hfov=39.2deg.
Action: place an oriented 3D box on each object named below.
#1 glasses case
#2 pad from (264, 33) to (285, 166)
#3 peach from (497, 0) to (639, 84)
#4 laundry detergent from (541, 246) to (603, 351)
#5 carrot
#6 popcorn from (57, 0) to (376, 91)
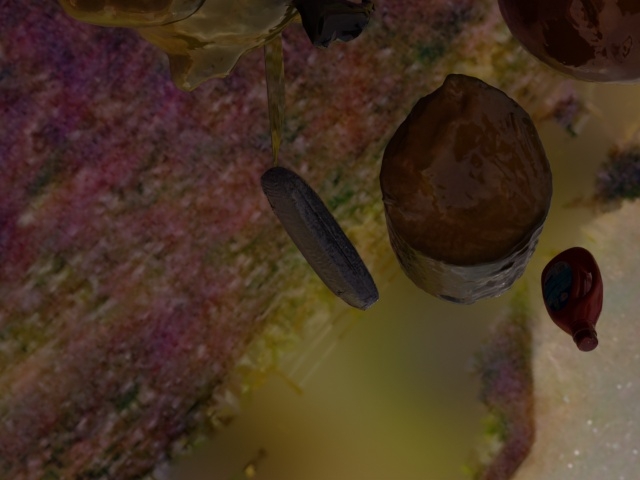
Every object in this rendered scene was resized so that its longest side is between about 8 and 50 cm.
[{"bbox_3d":[0.000,0.000,1.412,0.067,0.282,0.109,-44,-154,-15],"label":"glasses case"},{"bbox_3d":[-0.071,-0.261,1.429,0.267,0.004,0.181,88,7,-49],"label":"pad"},{"bbox_3d":[0.443,-0.406,1.401,0.342,0.301,0.343,-11,107,-39],"label":"peach"},{"bbox_3d":[0.354,0.084,1.235,0.097,0.049,0.165,-53,-158,30],"label":"laundry detergent"},{"bbox_3d":[0.214,-0.053,1.328,0.241,0.241,0.341,-49,159,-13],"label":"carrot"},{"bbox_3d":[-0.085,-0.274,0.637,0.297,0.280,0.316,42,64,-56],"label":"popcorn"}]
